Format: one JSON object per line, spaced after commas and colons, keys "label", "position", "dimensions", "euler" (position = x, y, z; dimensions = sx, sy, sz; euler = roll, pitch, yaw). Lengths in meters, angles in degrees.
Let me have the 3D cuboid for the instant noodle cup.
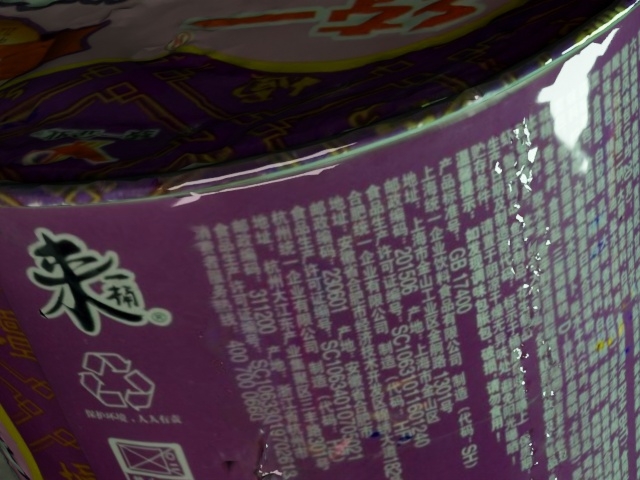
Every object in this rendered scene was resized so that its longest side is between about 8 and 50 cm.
{"label": "instant noodle cup", "position": [0.000, 0.000, 0.726], "dimensions": [0.340, 0.340, 0.266], "euler": [-12, 122, 7]}
